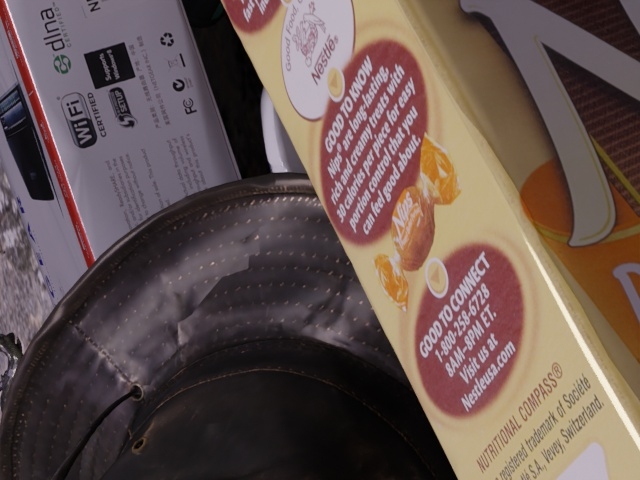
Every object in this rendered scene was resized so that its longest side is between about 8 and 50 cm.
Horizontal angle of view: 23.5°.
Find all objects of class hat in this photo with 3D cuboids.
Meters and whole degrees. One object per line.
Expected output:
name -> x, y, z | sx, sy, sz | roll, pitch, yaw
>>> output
hat -> -0.033, 0.139, 0.638 | 0.331, 0.134, 0.331 | 6, 105, 24

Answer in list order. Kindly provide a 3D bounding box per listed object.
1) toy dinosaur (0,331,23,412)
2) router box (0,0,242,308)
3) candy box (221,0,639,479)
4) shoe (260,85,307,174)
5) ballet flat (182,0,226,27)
toy dinosaur -> -0.243, 0.141, 1.289 | 0.118, 0.064, 0.268 | 54, 142, 28
router box -> -0.130, -0.066, 0.857 | 0.301, 0.082, 0.335 | -179, 69, -74
candy box -> 0.110, -0.006, 0.439 | 0.316, 0.183, 0.087 | 64, 148, 25
shoe -> 0.000, 0.000, 0.772 | 0.081, 0.063, 0.178 | -29, 79, 57
ballet flat -> -0.104, -0.188, 0.897 | 0.203, 0.074, 0.074 | 51, 141, 38
